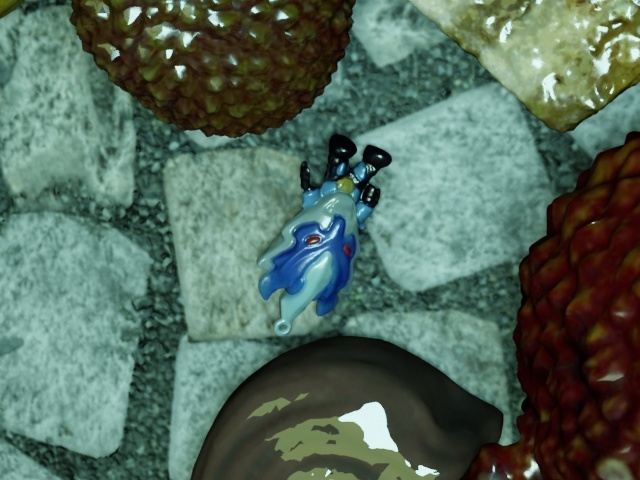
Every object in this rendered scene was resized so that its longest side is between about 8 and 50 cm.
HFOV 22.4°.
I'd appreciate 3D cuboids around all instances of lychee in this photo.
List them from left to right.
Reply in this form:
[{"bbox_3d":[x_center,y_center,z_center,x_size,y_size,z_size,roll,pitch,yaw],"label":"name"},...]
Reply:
[{"bbox_3d":[-0.090,-0.204,1.341,0.236,0.271,0.236,-4,83,34],"label":"lychee"},{"bbox_3d":[0.324,0.099,1.203,0.500,0.424,0.424,-17,99,-5],"label":"lychee"}]

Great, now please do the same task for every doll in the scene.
[{"bbox_3d":[0.000,0.000,1.463,0.096,0.070,0.195,17,107,-22],"label":"doll"}]

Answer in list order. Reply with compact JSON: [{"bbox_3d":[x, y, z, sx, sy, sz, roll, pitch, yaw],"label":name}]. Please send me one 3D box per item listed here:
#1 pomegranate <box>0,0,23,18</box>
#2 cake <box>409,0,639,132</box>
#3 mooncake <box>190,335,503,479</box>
[{"bbox_3d":[-0.352,-0.362,1.316,0.410,0.410,0.410,4,105,14],"label":"pomegranate"},{"bbox_3d":[0.171,-0.251,1.285,0.293,0.199,0.196,46,113,2],"label":"cake"},{"bbox_3d":[0.033,0.268,1.465,0.334,0.174,0.326,34,107,6],"label":"mooncake"}]
